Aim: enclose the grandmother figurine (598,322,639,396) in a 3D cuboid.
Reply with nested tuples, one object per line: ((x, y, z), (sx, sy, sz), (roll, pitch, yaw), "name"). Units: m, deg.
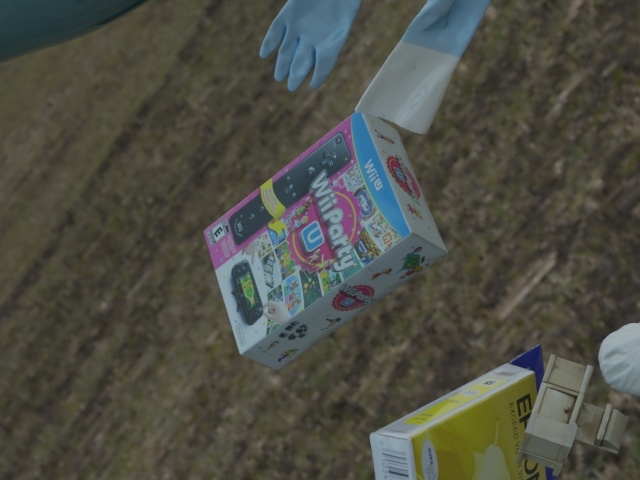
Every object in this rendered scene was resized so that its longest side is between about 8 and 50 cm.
((0.482, 0.186, 1.736), (0.104, 0.342, 0.208), (-63, 20, 17), "grandmother figurine")

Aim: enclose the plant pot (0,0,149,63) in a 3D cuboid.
((-0.246, -0.267, 1.166), (0.255, 0.271, 0.271), (-37, 20, 4), "plant pot")

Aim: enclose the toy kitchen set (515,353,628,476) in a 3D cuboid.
((0.186, 0.122, 1.039), (0.075, 0.068, 0.083), (85, -155, -65), "toy kitchen set")

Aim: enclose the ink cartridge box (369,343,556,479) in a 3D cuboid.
((0.192, 0.304, 1.613), (0.307, 0.304, 0.072), (-20, 17, -41), "ink cartridge box")

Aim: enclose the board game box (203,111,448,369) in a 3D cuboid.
((0.000, 0.000, 1.983), (0.303, 0.097, 0.224), (-36, 53, 22), "board game box")

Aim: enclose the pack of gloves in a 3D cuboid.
((0.061, -0.214, 1.386), (0.046, 0.195, 0.232), (-98, 28, -55), "pack of gloves")
